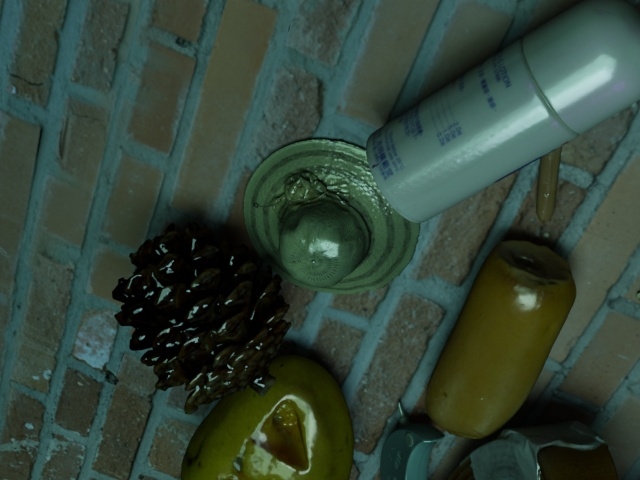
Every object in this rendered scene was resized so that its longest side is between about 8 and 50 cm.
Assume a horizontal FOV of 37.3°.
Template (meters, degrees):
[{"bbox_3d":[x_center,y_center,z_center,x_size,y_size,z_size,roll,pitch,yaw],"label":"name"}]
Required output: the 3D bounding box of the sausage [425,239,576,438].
[{"bbox_3d":[0.232,0.161,1.284,0.134,0.116,0.354,14,127,0],"label":"sausage"}]

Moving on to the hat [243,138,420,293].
[{"bbox_3d":[0.000,0.000,1.254,0.252,0.110,0.252,7,122,12],"label":"hat"}]

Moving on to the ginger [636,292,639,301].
[{"bbox_3d":[0.445,0.038,1.185,0.057,0.044,0.137,-2,131,-16],"label":"ginger"}]

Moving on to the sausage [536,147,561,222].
[{"bbox_3d":[0.281,-0.075,1.173,0.026,0.026,0.116,6,122,13],"label":"sausage"}]

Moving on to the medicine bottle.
[{"bbox_3d":[0.220,-0.151,1.083,0.341,0.130,0.130,-31,108,29],"label":"medicine bottle"}]

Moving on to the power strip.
[{"bbox_3d":[0.139,0.349,1.418,0.137,0.044,0.216,6,102,62],"label":"power strip"}]

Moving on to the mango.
[{"bbox_3d":[-0.075,0.327,1.448,0.252,0.182,0.365,22,113,5],"label":"mango"}]

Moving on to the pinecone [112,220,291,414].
[{"bbox_3d":[-0.157,0.101,1.297,0.224,0.224,0.272,-44,78,33],"label":"pinecone"}]

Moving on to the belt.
[{"bbox_3d":[0.283,0.387,1.332,0.122,0.217,0.339,0,140,-25],"label":"belt"}]
